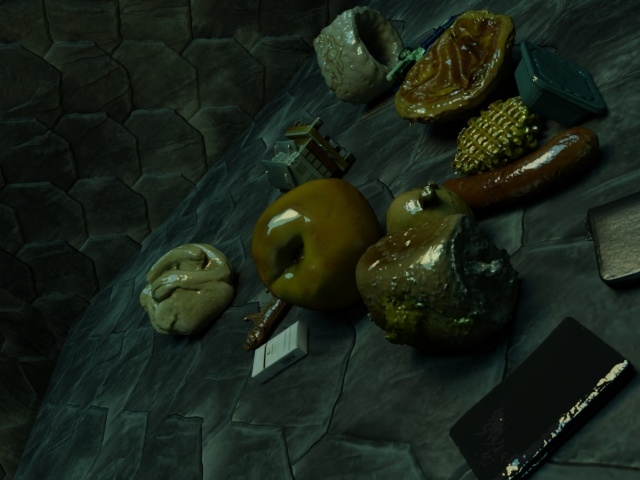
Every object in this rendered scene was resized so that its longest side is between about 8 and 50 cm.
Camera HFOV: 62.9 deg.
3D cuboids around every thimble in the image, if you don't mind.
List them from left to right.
[{"bbox_3d":[0.133,-0.614,1.732,0.195,0.292,0.291,-25,36,43],"label":"thimble"}]

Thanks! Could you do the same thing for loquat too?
[{"bbox_3d":[0.206,-0.033,0.981,0.149,0.204,0.172,-39,54,-16],"label":"loquat"}]

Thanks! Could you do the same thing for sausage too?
[{"bbox_3d":[0.355,-0.114,0.963,0.302,0.076,0.102,-20,43,46],"label":"sausage"}]

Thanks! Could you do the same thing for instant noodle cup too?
[{"bbox_3d":[0.442,-0.293,0.998,0.179,0.157,0.070,-79,15,-44],"label":"instant noodle cup"}]

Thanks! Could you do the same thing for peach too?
[{"bbox_3d":[0.005,0.001,1.165,0.289,0.288,0.308,-36,-2,28],"label":"peach"}]

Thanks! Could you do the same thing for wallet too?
[{"bbox_3d":[0.285,0.218,0.699,0.244,0.025,0.124,-49,26,8],"label":"wallet"},{"bbox_3d":[0.478,-0.023,0.690,0.250,0.044,0.149,-27,39,39],"label":"wallet"}]

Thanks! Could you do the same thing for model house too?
[{"bbox_3d":[-0.051,-0.245,1.642,0.215,0.198,0.224,-49,25,-10],"label":"model house"}]

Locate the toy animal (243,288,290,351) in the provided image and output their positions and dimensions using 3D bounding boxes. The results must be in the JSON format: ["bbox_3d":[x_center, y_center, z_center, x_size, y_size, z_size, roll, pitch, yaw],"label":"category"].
[{"bbox_3d":[-0.128,0.184,1.379,0.241,0.057,0.099,-53,32,-8],"label":"toy animal"}]

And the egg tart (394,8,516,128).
[{"bbox_3d":[0.335,-0.393,1.274,0.339,0.153,0.351,-51,26,1],"label":"egg tart"}]

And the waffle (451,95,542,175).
[{"bbox_3d":[0.363,-0.212,1.093,0.197,0.070,0.192,-23,37,48],"label":"waffle"}]

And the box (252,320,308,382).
[{"bbox_3d":[-0.096,0.263,1.232,0.154,0.040,0.083,-38,31,26],"label":"box"}]

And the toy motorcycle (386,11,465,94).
[{"bbox_3d":[0.336,-0.542,1.514,0.331,0.125,0.196,-51,25,-9],"label":"toy motorcycle"}]

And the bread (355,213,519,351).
[{"bbox_3d":[0.185,0.081,0.846,0.246,0.195,0.176,-21,35,46],"label":"bread"}]

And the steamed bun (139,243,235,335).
[{"bbox_3d":[-0.458,0.158,1.743,0.372,0.230,0.324,0,59,56],"label":"steamed bun"}]
